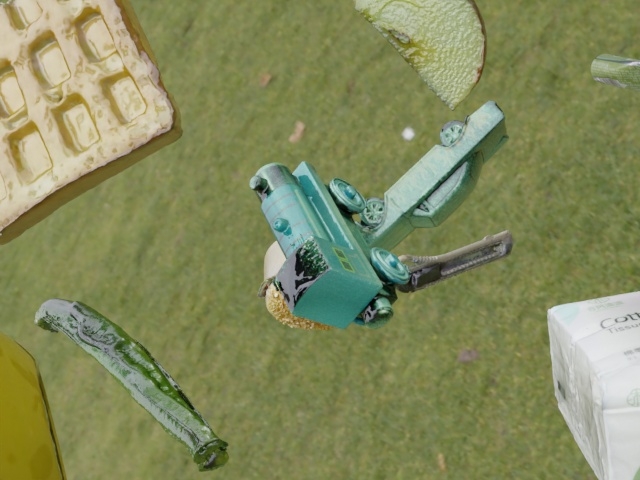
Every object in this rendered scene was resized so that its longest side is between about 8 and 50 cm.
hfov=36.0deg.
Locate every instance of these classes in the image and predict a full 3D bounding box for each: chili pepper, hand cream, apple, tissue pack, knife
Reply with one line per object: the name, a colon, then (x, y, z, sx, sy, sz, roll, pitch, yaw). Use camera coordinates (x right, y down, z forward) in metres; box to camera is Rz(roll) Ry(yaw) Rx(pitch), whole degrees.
chili pepper: (-0.247, 0.168, 1.263, 0.359, 0.085, 0.076, 35, 78, 31)
hand cream: (0.558, -0.303, 1.789, 0.055, 0.086, 0.235, -45, 17, 3)
apple: (0.212, -0.437, 1.970, 0.179, 0.346, 0.254, -44, 14, 2)
tissue pack: (0.508, 0.177, 1.301, 0.356, 0.194, 0.266, -9, 17, 0)
knife: (0.296, 0.044, 2.161, 0.043, 0.365, 0.089, 31, 128, 48)

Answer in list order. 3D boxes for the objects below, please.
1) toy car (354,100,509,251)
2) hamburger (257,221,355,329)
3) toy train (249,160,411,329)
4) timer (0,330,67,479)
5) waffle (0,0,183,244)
toy car: (0.184, -0.089, 1.615, 0.320, 0.141, 0.097, -44, 73, 3)
hamburger: (0.013, 0.083, 2.199, 0.302, 0.302, 0.170, -34, 56, 33)
toy train: (0.000, 0.000, 1.430, 0.120, 0.194, 0.298, -50, 45, 22)
timer: (-0.443, 0.244, 0.937, 0.387, 0.376, 0.376, -17, 33, -14)
waffle: (-0.365, -0.183, 1.286, 0.348, 0.077, 0.304, -29, 76, 16)
